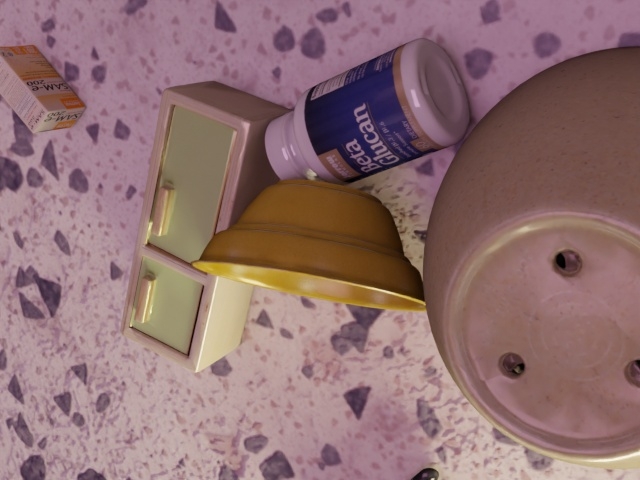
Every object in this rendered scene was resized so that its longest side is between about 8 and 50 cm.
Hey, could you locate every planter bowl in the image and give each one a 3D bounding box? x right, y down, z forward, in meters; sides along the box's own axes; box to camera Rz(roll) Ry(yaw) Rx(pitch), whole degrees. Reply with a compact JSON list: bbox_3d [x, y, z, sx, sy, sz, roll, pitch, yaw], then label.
[{"bbox_3d":[0.000,0.000,0.796,0.217,0.217,0.090,7,80,27],"label":"planter bowl"}]

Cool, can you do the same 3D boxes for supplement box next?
[{"bbox_3d":[-0.313,-0.167,0.974,0.098,0.062,0.036,49,119,8],"label":"supplement box"}]

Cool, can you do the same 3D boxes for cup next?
[{"bbox_3d":[0.208,0.034,0.651,0.331,0.237,0.331,8,108,26],"label":"cup"}]

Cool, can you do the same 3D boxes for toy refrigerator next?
[{"bbox_3d":[-0.119,-0.013,0.894,0.102,0.094,0.269,24,114,20],"label":"toy refrigerator"}]

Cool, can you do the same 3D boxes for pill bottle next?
[{"bbox_3d":[0.036,-0.103,0.784,0.169,0.094,0.094,-19,94,35],"label":"pill bottle"}]

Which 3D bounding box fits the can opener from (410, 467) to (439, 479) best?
[{"bbox_3d":[0.070,0.301,0.911,0.186,0.073,0.059,-63,34,23],"label":"can opener"}]
